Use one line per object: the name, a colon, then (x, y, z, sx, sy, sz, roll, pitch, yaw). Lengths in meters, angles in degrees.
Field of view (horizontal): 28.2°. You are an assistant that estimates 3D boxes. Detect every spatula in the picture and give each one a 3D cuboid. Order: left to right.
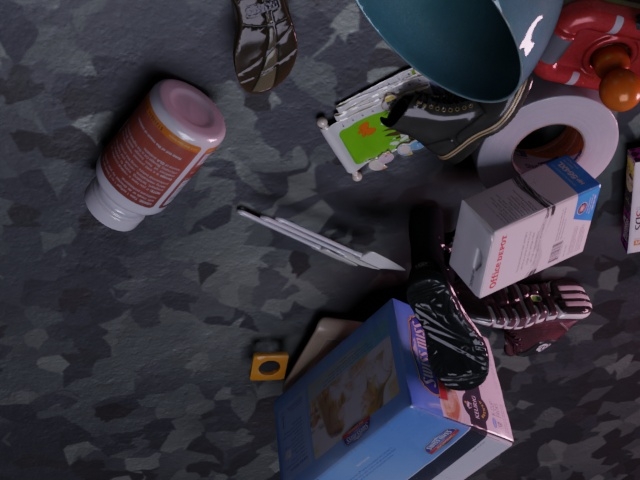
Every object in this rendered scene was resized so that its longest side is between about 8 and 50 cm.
spatula: (0.000, 0.000, 1.976, 0.242, 0.168, 0.019, 26, 83, -31)

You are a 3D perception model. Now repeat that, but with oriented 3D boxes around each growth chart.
growth chart: (0.114, -0.182, 1.881, 0.237, 0.021, 0.172, -29, 136, 18)

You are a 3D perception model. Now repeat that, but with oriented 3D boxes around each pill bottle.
pill bottle: (-0.239, -0.114, 1.789, 0.121, 0.121, 0.216, 23, 127, -33)

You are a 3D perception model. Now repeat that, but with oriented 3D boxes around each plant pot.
plant pot: (0.194, -0.343, 1.576, 0.195, 0.290, 0.290, -46, 139, -16)

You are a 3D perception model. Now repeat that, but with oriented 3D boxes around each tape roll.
tape roll: (0.335, -0.157, 1.925, 0.219, 0.072, 0.219, -8, 138, -7)

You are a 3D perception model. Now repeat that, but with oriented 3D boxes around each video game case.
video game case: (0.610, -0.081, 2.067, 0.232, 0.042, 0.210, -10, 135, -1)

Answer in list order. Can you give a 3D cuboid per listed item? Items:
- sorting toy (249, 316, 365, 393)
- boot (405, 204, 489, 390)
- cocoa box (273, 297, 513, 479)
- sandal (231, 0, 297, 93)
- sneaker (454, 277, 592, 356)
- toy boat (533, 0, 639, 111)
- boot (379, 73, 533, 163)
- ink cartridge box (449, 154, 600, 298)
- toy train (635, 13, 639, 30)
sorting toy: (0.041, 0.210, 2.263, 0.348, 0.047, 0.196, 9, 129, -22)
boot: (0.204, 0.088, 2.025, 0.094, 0.207, 0.246, -16, 122, 18)
cocoa box: (0.112, 0.308, 2.157, 0.228, 0.231, 0.347, 24, 129, -30)
sandal: (-0.087, -0.300, 1.684, 0.090, 0.060, 0.219, -16, 123, -5)
sneaker: (0.325, 0.150, 2.227, 0.281, 0.106, 0.162, 4, 138, -19)
toy boat: (0.412, -0.244, 1.782, 0.231, 0.151, 0.151, 8, 143, -21)
boot: (0.194, -0.198, 1.816, 0.137, 0.077, 0.198, 23, 127, -28)
ink cartridge box: (0.302, -0.021, 1.896, 0.203, 0.086, 0.148, -22, 142, -23)
toy train: (0.487, -0.338, 1.741, 0.158, 0.036, 0.027, -46, 139, -20)
